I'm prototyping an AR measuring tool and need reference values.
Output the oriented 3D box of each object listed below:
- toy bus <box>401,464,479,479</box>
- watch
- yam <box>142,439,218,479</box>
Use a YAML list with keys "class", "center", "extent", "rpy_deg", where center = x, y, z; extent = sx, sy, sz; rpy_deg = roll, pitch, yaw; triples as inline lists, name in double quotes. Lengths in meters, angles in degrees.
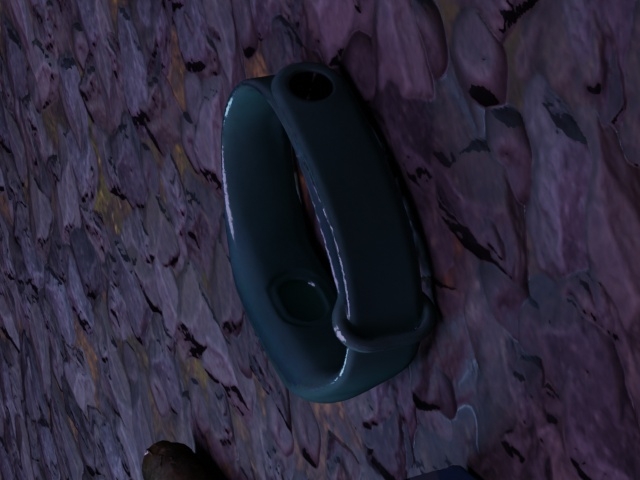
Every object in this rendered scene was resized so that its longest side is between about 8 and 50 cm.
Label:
- class: "toy bus"
  center: [-0.015, 0.227, 1.087]
  extent: [0.131, 0.297, 0.106]
  rpy_deg: [29, 130, 54]
- class: "watch"
  center: [0.000, 0.000, 1.234]
  extent: [0.195, 0.068, 0.237]
  rpy_deg: [102, 151, -44]
- class: "yam"
  center: [-0.088, 0.240, 1.604]
  extent: [0.253, 0.061, 0.061]
  rpy_deg: [-143, 44, -60]
